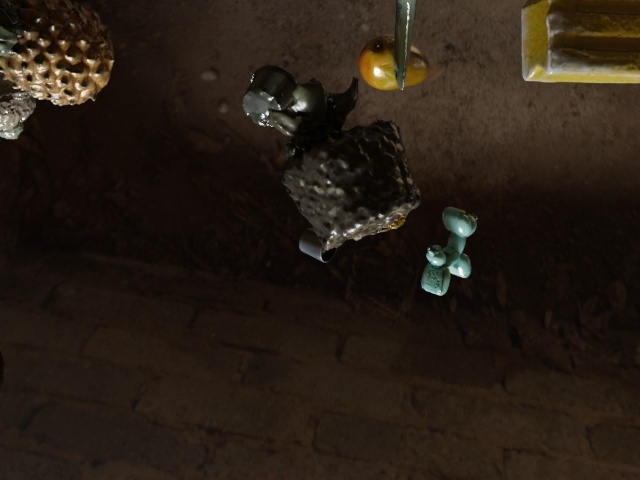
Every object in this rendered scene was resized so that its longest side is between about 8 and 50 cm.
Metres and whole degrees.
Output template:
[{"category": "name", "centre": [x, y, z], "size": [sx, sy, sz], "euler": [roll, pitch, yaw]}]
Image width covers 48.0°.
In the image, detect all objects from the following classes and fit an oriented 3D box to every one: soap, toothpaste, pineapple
[{"category": "soap", "centre": [0.342, -0.246, 0.790], "size": [0.232, 0.073, 0.140], "euler": [-2, 92, -11]}, {"category": "toothpaste", "centre": [0.154, -0.393, 1.340], "size": [0.037, 0.067, 0.255], "euler": [-10, 146, -6]}, {"category": "pineapple", "centre": [-0.330, -0.205, 0.681], "size": [0.119, 0.277, 0.130], "euler": [0, 82, 34]}]

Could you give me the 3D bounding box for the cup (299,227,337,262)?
[{"category": "cup", "centre": [0.000, 0.000, 1.906], "size": [0.077, 0.100, 0.078], "euler": [22, 156, 32]}]

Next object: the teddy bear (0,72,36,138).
[{"category": "teddy bear", "centre": [-0.728, -0.268, 1.505], "size": [0.236, 0.267, 0.151], "euler": [14, 124, 47]}]

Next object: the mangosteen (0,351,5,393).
[{"category": "mangosteen", "centre": [-0.609, 0.231, 1.133], "size": [0.216, 0.216, 0.216], "euler": [5, 119, 9]}]

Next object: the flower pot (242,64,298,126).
[{"category": "flower pot", "centre": [-0.141, -0.385, 1.966], "size": [0.157, 0.107, 0.157], "euler": [17, 138, 16]}]

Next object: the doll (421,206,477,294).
[{"category": "doll", "centre": [0.258, 0.012, 1.405], "size": [0.059, 0.159, 0.158], "euler": [23, 132, 38]}]

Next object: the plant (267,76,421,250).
[{"category": "plant", "centre": [0.036, -0.157, 1.372], "size": [0.312, 0.215, 0.213], "euler": [60, 143, 6]}]

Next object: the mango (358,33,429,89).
[{"category": "mango", "centre": [0.183, -0.433, 1.776], "size": [0.138, 0.253, 0.113], "euler": [-49, 63, 26]}]

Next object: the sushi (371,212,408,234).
[{"category": "sushi", "centre": [0.144, -0.115, 1.917], "size": [0.200, 0.204, 0.213], "euler": [-40, 120, -8]}]
